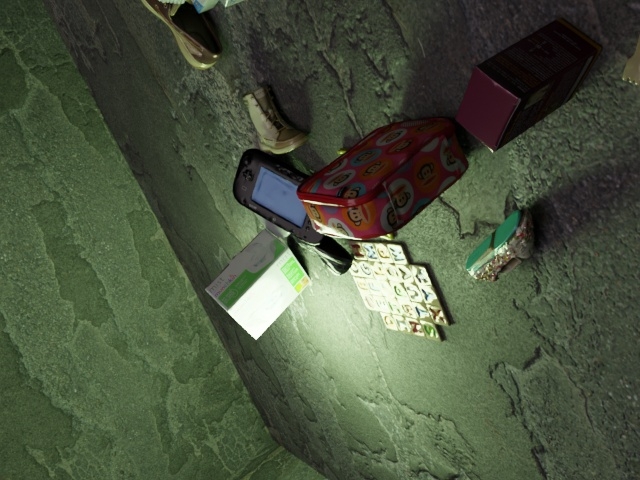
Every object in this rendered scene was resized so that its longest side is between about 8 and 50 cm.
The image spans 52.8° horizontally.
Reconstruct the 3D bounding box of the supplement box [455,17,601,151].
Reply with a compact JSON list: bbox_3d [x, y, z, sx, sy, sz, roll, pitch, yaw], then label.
[{"bbox_3d":[0.292,-0.221,0.911,0.081,0.188,0.104,46,152,22],"label":"supplement box"}]

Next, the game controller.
[{"bbox_3d":[-0.099,-0.119,1.733,0.319,0.067,0.167,30,106,21],"label":"game controller"}]

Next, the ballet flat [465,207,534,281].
[{"bbox_3d":[0.355,0.013,1.217,0.077,0.091,0.241,23,155,-1],"label":"ballet flat"}]

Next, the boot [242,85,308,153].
[{"bbox_3d":[-0.122,-0.313,1.654,0.213,0.077,0.165,17,132,57],"label":"boot"}]

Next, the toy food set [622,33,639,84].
[{"bbox_3d":[0.476,-0.220,0.781,0.192,0.038,0.133,41,144,39],"label":"toy food set"}]

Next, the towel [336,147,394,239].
[{"bbox_3d":[0.109,-0.109,1.545,0.102,0.021,0.237,18,135,53],"label":"towel"}]

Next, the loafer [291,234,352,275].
[{"bbox_3d":[0.000,0.000,1.771,0.223,0.076,0.078,42,138,9],"label":"loafer"}]

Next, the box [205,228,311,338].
[{"bbox_3d":[-0.189,0.134,1.996,0.126,0.262,0.231,37,166,32],"label":"box"}]

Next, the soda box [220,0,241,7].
[{"bbox_3d":[-0.176,-0.639,1.358,0.098,0.091,0.286,52,153,13],"label":"soda box"}]

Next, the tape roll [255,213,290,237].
[{"bbox_3d":[-0.133,-0.119,1.894,0.219,0.072,0.219,41,151,29],"label":"tape roll"}]

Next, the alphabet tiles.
[{"bbox_3d":[0.192,0.128,1.682,0.342,0.011,0.285,4,124,59],"label":"alphabet tiles"}]

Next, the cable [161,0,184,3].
[{"bbox_3d":[-0.309,-0.652,1.427,0.257,0.089,0.257,136,142,-60],"label":"cable"}]

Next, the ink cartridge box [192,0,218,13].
[{"bbox_3d":[-0.304,-0.648,1.614,0.123,0.052,0.088,62,154,-7],"label":"ink cartridge box"}]

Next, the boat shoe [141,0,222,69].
[{"bbox_3d":[-0.370,-0.616,1.685,0.342,0.123,0.123,59,155,-14],"label":"boat shoe"}]

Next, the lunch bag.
[{"bbox_3d":[0.107,-0.121,1.232,0.258,0.293,0.120,12,134,55],"label":"lunch bag"}]
